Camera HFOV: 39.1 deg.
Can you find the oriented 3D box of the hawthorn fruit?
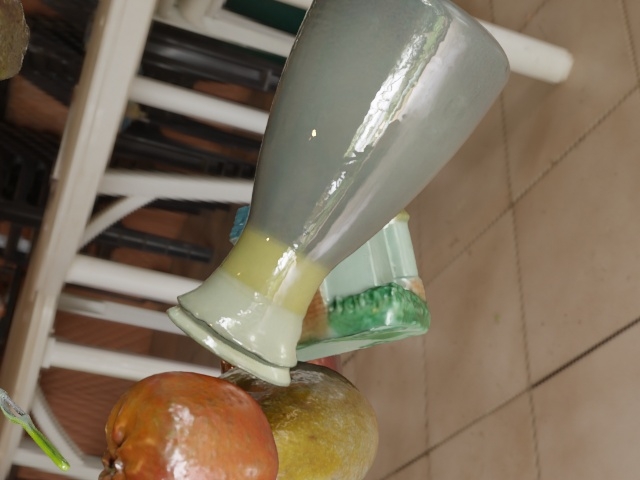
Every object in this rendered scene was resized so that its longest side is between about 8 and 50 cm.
[{"bbox_3d":[-0.089,0.150,0.600,0.128,0.128,0.128,-166,90,-72],"label":"hawthorn fruit"}]

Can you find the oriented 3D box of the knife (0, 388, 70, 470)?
[{"bbox_3d":[-0.406,0.265,1.261,0.184,0.022,0.026,34,92,32],"label":"knife"}]

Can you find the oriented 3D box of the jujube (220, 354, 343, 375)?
[{"bbox_3d":[-0.068,0.177,1.543,0.223,0.223,0.318,141,129,-62],"label":"jujube"}]

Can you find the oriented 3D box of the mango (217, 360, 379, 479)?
[{"bbox_3d":[-0.051,0.186,0.851,0.316,0.192,0.146,18,-107,-68],"label":"mango"}]

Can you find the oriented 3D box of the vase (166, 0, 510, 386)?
[{"bbox_3d":[0.006,-0.047,0.740,0.321,0.173,0.173,-60,18,-1],"label":"vase"}]

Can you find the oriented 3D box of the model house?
[{"bbox_3d":[0.000,0.000,1.334,0.267,0.194,0.325,-15,77,22],"label":"model house"}]

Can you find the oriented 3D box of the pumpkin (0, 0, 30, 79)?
[{"bbox_3d":[-0.401,-0.273,0.941,0.130,0.254,0.149,-51,35,17],"label":"pumpkin"}]
